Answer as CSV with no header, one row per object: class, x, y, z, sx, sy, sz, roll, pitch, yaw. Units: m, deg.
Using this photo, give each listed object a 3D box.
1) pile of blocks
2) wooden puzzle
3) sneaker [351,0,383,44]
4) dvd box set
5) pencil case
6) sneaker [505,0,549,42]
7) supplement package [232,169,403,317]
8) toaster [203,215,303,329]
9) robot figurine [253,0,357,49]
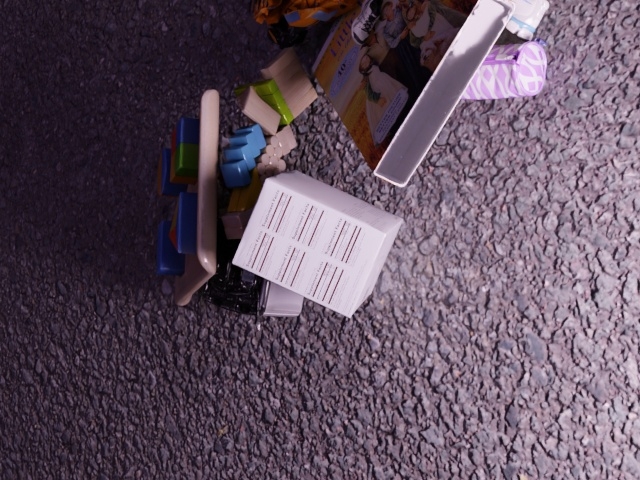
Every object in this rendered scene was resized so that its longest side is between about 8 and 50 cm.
pile of blocks,-0.128,-0.169,1.873,0.113,0.149,0.362,-4,58,39
wooden puzzle,-0.245,-0.068,1.952,0.348,0.081,0.322,135,136,-70
sneaker,0.074,-0.347,1.696,0.037,0.032,0.083,0,71,63
dvd box set,0.124,-0.308,1.677,0.307,0.062,0.420,-58,27,20
pencil case,0.245,-0.260,1.657,0.206,0.088,0.086,3,84,44
sneaker,0.278,-0.387,1.667,0.190,0.071,0.083,46,108,27
supplement package,0.000,0.000,1.721,0.203,0.194,0.149,25,102,8
toaster,-0.115,0.054,1.926,0.168,0.110,0.185,11,91,44
robot figurine,-0.027,-0.452,1.895,0.291,0.085,0.211,-4,75,58
